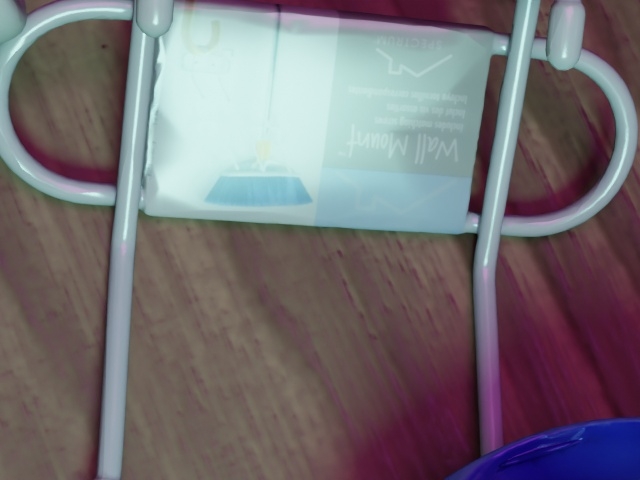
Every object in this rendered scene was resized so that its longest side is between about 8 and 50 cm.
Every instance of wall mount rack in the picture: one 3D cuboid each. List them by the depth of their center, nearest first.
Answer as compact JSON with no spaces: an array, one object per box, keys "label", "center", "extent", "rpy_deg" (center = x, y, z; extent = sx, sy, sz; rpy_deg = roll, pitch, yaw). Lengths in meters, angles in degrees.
[{"label":"wall mount rack","center":[0.000,0.000,0.919],"extent":[0.350,0.130,0.304],"rpy_deg":[4,108,-9]}]

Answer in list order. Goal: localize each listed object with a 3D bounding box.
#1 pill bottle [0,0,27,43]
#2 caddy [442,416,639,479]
[{"label":"pill bottle","center":[-0.292,-0.121,0.860],"extent":[0.272,0.152,0.152],"rpy_deg":[-22,81,-1]},{"label":"caddy","center":[0.173,0.204,0.785],"extent":[0.341,0.179,0.241],"rpy_deg":[15,48,37]}]
